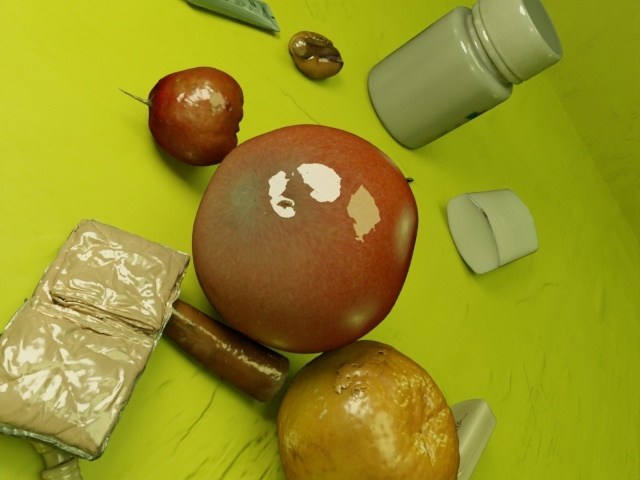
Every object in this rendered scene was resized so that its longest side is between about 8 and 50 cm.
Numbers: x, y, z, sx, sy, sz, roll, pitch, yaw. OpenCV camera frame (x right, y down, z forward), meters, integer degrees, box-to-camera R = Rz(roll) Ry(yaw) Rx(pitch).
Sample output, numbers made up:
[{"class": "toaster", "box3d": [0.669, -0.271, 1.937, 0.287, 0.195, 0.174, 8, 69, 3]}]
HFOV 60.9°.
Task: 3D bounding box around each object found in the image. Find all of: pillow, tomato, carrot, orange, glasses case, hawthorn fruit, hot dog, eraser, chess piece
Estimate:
[{"class": "pillow", "box3d": [-0.210, 0.074, 0.501, 0.126, 0.043, 0.232, 25, 43, -12]}, {"class": "tomato", "box3d": [-0.018, -0.005, 0.609, 0.224, 0.256, 0.255, 62, 16, -70]}, {"class": "carrot", "box3d": [-0.129, 0.105, 0.606, 0.210, 0.061, 0.061, 38, 44, -21]}, {"class": "orange", "box3d": [0.053, 0.227, 0.627, 0.219, 0.193, 0.219, 36, 48, -51]}, {"class": "glasses case", "box3d": [0.208, 0.313, 0.837, 0.196, 0.083, 0.050, -29, 93, -53]}, {"class": "hawthorn fruit", "box3d": [-0.158, -0.149, 0.671, 0.140, 0.125, 0.125, -23, 86, -19]}, {"class": "hot dog", "box3d": [-0.011, -0.342, 0.987, 0.140, 0.060, 0.089, -1, 65, -45]}, {"class": "eraser", "box3d": [0.399, -0.029, 1.242, 0.270, 0.095, 0.174, -11, 78, -50]}, {"class": "chess piece", "box3d": [-0.220, 0.196, 0.463, 0.035, 0.035, 0.092, -13, 83, -51]}]

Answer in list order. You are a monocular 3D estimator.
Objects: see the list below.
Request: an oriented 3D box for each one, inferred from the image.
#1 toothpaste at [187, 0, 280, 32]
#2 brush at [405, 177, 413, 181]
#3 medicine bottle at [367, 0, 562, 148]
[{"class": "toothpaste", "box3d": [-0.145, -0.385, 0.881, 0.218, 0.041, 0.064, -9, 70, -54]}, {"class": "brush", "box3d": [0.165, -0.123, 1.100, 0.083, 0.008, 0.024, -4, 69, -49]}, {"class": "medicine bottle", "box3d": [0.284, -0.350, 1.098, 0.208, 0.340, 0.208, 26, 52, -38]}]
